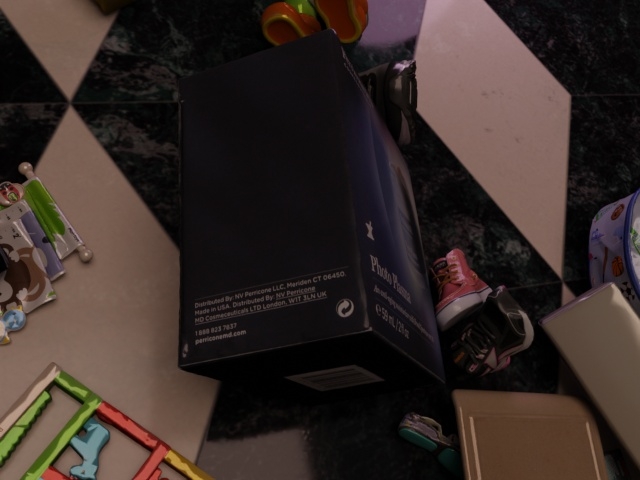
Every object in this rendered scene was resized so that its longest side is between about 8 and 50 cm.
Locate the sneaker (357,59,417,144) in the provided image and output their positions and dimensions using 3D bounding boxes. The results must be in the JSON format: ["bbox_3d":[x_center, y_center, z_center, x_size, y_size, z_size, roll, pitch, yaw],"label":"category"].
[{"bbox_3d":[0.062,-0.176,0.832,0.108,0.271,0.100,0,96,-8],"label":"sneaker"}]

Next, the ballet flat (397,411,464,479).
[{"bbox_3d":[0.149,0.247,0.773,0.114,0.041,0.041,35,60,-1],"label":"ballet flat"}]

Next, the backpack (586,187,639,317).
[{"bbox_3d":[0.532,0.034,0.910,0.263,0.213,0.277,4,68,-5],"label":"backpack"}]

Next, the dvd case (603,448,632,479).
[{"bbox_3d":[0.356,0.326,0.817,0.119,0.013,0.087,-8,69,-20],"label":"dvd case"}]

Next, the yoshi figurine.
[{"bbox_3d":[0.007,-0.467,0.971,0.203,0.203,0.362,16,59,-3],"label":"yoshi figurine"}]

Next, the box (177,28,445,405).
[{"bbox_3d":[0.000,0.000,0.668,0.182,0.296,0.294,-14,66,17],"label":"box"}]

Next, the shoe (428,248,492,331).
[{"bbox_3d":[0.168,0.061,0.814,0.081,0.063,0.178,54,23,15],"label":"shoe"}]

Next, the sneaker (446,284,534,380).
[{"bbox_3d":[0.199,0.128,0.769,0.077,0.178,0.072,-24,54,-17],"label":"sneaker"}]

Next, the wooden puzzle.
[{"bbox_3d":[0.260,0.300,0.757,0.221,0.044,0.239,9,59,-24],"label":"wooden puzzle"}]

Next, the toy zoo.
[{"bbox_3d":[-0.220,0.286,0.637,0.293,0.030,0.192,36,60,0],"label":"toy zoo"}]

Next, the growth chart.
[{"bbox_3d":[-0.380,0.034,0.706,0.237,0.021,0.172,-40,82,-27],"label":"growth chart"}]

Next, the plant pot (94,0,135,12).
[{"bbox_3d":[-0.295,-0.369,0.884,0.081,0.083,0.081,-36,81,-29],"label":"plant pot"}]

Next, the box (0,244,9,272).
[{"bbox_3d":[-0.544,-0.089,0.587,0.293,0.212,0.395,-34,77,-25],"label":"box"}]

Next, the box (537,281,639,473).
[{"bbox_3d":[0.410,0.197,0.826,0.113,0.094,0.275,-33,77,11],"label":"box"}]
